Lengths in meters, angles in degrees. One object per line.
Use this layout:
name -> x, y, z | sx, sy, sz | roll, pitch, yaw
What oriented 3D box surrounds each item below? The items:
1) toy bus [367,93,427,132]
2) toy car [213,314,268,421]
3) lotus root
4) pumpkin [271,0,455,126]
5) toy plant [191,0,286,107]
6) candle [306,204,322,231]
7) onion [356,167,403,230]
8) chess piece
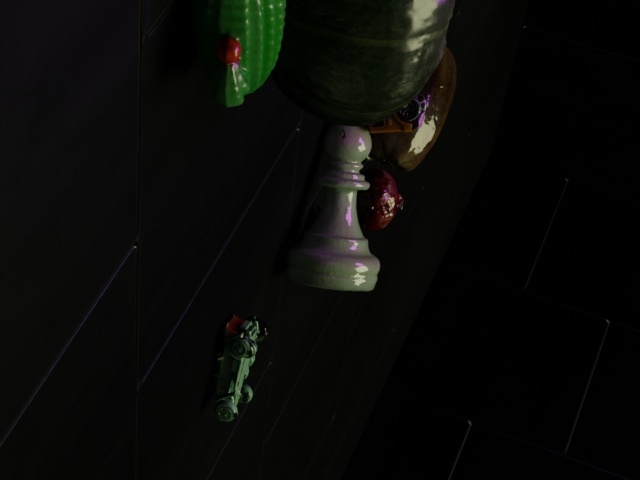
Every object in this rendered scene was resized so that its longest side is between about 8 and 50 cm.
toy bus -> 0.100, -0.253, 2.176 | 0.083, 0.088, 0.195 | -37, 122, -75
toy car -> -0.113, 0.170, 2.028 | 0.073, 0.054, 0.143 | -56, 163, -61
lotus root -> 0.143, -0.222, 2.433 | 0.123, 0.124, 0.241 | -14, -125, 66
pumpkin -> 0.033, -0.264, 1.565 | 0.300, 0.207, 0.300 | -178, -90, -86
toy plant -> -0.075, -0.242, 1.414 | 0.155, 0.088, 0.240 | -77, 172, -61
candle -> 0.000, 0.000, 2.304 | 0.052, 0.052, 0.131 | -3, 112, -79
onion -> 0.093, -0.069, 2.547 | 0.107, 0.097, 0.107 | -170, -90, -73
chess piece -> 0.029, -0.068, 2.206 | 0.139, 0.139, 0.272 | -13, 110, -78
